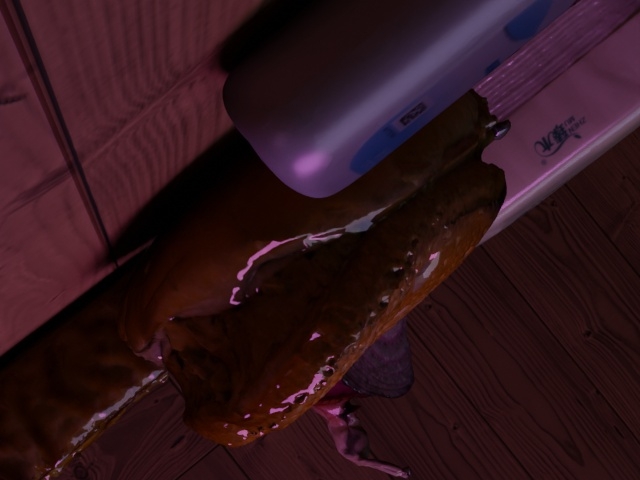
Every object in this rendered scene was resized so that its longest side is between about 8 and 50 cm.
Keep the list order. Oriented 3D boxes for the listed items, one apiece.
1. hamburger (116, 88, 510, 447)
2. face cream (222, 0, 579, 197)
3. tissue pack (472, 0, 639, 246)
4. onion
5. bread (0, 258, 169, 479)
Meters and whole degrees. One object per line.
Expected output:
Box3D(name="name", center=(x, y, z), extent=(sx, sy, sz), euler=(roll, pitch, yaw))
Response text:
Box3D(name="hamburger", center=(0.000, 0.000, 1.005), extent=(0.314, 0.170, 0.290), euler=(-39, -178, -35))
Box3D(name="face cream", center=(0.105, -0.150, 0.662), extent=(0.336, 0.080, 0.163), euler=(-39, 178, 6))
Box3D(name="tissue pack", center=(0.293, -0.187, 1.806), extent=(0.380, 0.207, 0.297), euler=(-39, 180, 21))
Box3D(name="onion", center=(-0.038, 0.079, 1.466), extent=(0.230, 0.256, 0.272), euler=(-8, -125, 32))
Box3D(name="bread", center=(-0.198, 0.116, 1.146), extent=(0.222, 0.096, 0.181), euler=(-40, 179, -19))
